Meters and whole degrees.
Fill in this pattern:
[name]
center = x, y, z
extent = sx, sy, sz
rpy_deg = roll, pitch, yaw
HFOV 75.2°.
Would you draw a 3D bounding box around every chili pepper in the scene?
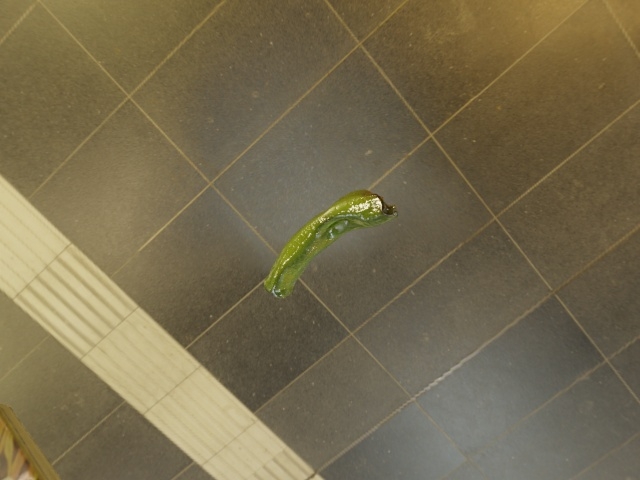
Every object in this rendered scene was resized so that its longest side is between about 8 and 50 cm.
[chili pepper]
center = 0.000, 0.000, 0.471
extent = 0.051, 0.050, 0.201
rpy_deg = 30, 129, -27

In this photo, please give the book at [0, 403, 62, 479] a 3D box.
[book]
center = -0.411, 0.415, 0.375
extent = 0.299, 0.039, 0.428
rpy_deg = 28, 67, 28
